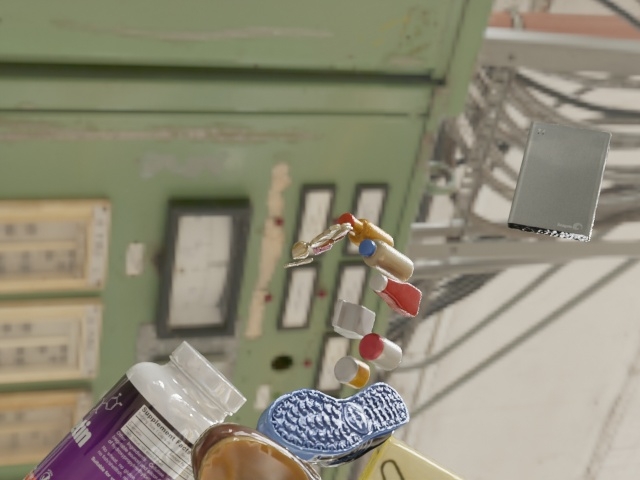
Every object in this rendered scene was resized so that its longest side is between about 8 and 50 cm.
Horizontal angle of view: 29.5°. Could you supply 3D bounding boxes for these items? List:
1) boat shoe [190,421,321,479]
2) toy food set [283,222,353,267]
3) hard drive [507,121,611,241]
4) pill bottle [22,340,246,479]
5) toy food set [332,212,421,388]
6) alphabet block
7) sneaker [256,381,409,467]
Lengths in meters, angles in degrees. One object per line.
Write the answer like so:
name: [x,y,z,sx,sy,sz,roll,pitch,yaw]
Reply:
boat shoe: [-0.032,0.193,0.894,0.207,0.073,0.073,52,-3,-38]
toy food set: [0.000,0.000,1.688,0.122,0.078,0.019,-36,-107,40]
hard drive: [0.277,-0.069,1.408,0.022,0.094,0.135,64,39,-64]
pill bottle: [-0.259,0.300,1.712,0.323,0.181,0.181,-47,-160,-6]
toy food set: [0.062,0.082,1.680,0.111,0.104,0.232,3,-110,39]
alphabet block: [0.135,0.406,1.749,0.192,0.197,0.193,-59,175,-7]
sneaker: [0.001,0.207,1.287,0.090,0.232,0.081,-42,-116,28]
